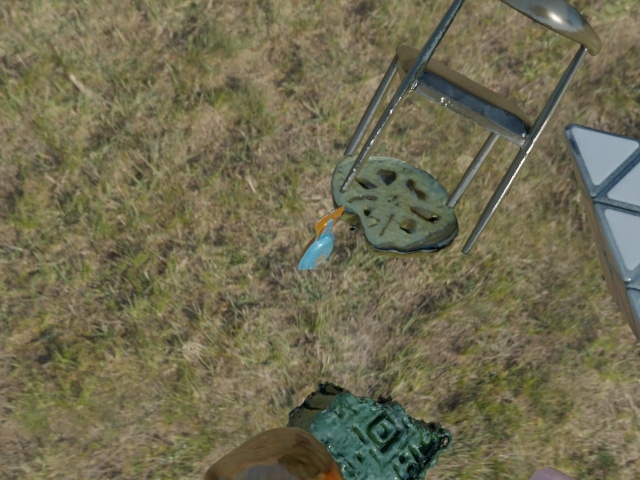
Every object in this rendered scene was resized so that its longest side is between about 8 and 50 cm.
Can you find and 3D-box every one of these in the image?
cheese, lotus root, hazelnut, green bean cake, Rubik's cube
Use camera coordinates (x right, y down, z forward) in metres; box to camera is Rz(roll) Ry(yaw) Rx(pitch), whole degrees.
[{"bbox_3d":[0.001,0.001,0.714,0.047,0.111,0.017,-35,73,-29],"label":"cheese"},{"bbox_3d":[0.101,-0.038,1.053,0.204,0.078,0.183,4,53,-21],"label":"lotus root"},{"bbox_3d":[-0.048,0.270,0.705,0.150,0.150,0.150,0,72,0],"label":"hazelnut"},{"bbox_3d":[0.077,0.295,1.073,0.193,0.107,0.208,-39,94,-25],"label":"green bean cake"},{"bbox_3d":[0.414,0.004,0.843,0.229,0.233,0.228,1,110,-35],"label":"Rubik's cube"}]

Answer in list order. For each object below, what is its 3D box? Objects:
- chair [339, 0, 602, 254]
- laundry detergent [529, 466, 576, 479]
[{"bbox_3d":[0.158,-0.156,0.776,0.188,0.166,0.272,27,113,-8],"label":"chair"},{"bbox_3d":[0.465,0.510,1.109,0.088,0.335,0.159,-1,109,-33],"label":"laundry detergent"}]
